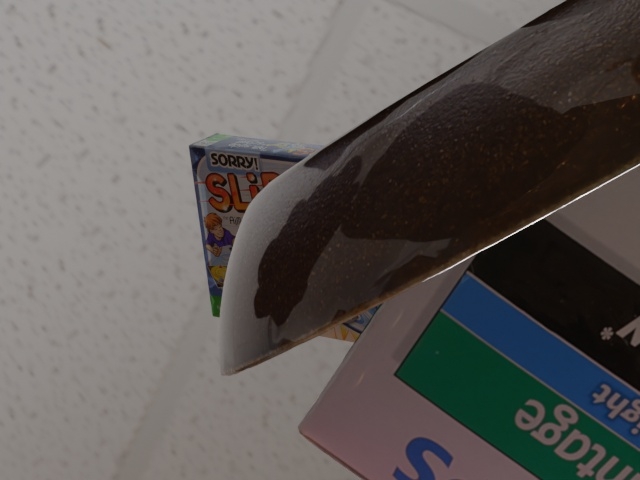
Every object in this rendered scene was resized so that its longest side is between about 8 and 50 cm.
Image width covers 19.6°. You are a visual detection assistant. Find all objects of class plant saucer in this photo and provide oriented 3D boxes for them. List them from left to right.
[{"bbox_3d":[0.093,-0.053,0.594,0.311,0.310,0.050,-30,-89,-14],"label":"plant saucer"}]

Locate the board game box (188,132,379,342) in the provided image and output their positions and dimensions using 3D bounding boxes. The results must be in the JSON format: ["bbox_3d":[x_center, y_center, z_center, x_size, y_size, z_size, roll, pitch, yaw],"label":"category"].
[{"bbox_3d":[0.000,0.000,1.309,0.035,0.201,0.136,-27,-64,-46],"label":"board game box"}]

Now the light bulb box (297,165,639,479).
[{"bbox_3d":[0.210,-0.018,0.984,0.225,0.358,0.361,35,-73,6],"label":"light bulb box"}]
